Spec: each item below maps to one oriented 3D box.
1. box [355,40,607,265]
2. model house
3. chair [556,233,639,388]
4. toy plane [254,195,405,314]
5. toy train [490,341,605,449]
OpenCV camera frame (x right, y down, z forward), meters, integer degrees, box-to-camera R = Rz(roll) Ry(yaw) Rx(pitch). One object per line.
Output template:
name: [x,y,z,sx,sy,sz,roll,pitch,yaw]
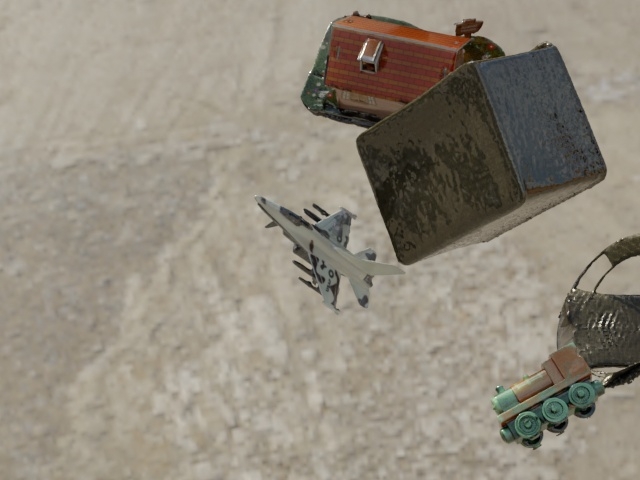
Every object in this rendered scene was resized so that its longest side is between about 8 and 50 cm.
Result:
box: [0.187,-0.101,1.721,0.143,0.184,0.273,-15,-10,-33]
model house: [0.125,-0.278,2.117,0.293,0.154,0.207,14,63,13]
chair: [0.345,0.074,1.436,0.213,0.149,0.174,2,57,11]
toy plane: [-0.005,0.008,1.845,0.234,0.082,0.160,27,53,-22]
toy train: [0.201,0.142,1.282,0.103,0.044,0.064,-29,65,-2]
